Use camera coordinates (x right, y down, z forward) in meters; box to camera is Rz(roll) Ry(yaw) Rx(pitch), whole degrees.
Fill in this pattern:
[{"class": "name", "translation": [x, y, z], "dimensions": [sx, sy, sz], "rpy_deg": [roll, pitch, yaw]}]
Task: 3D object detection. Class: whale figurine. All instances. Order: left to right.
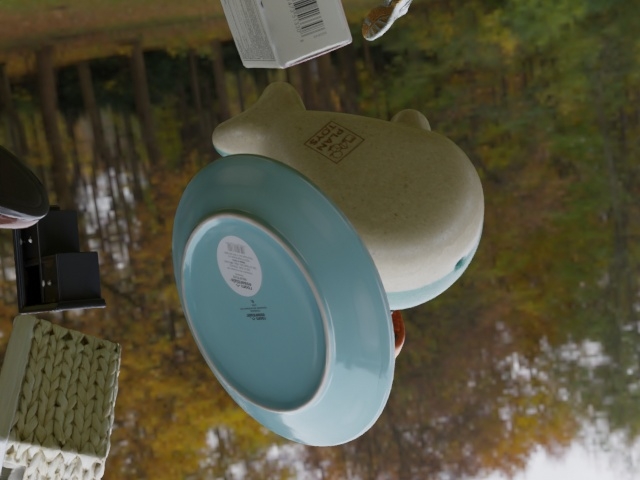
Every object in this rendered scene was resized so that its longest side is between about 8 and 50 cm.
[{"class": "whale figurine", "translation": [0.025, -0.041, 1.077], "dimensions": [0.272, 0.141, 0.216], "rpy_deg": [34, -118, 25]}]

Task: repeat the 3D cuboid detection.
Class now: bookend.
[{"class": "bookend", "translation": [-0.368, 0.022, 1.590], "dimensions": [0.072, 0.156, 0.157], "rpy_deg": [-3, 178, -34]}]

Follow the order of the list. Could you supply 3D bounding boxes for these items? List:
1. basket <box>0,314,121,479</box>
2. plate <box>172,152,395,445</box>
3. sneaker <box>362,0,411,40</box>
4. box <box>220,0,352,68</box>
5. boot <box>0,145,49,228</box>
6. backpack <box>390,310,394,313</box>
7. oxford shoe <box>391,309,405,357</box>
[{"class": "basket", "translation": [-0.240, 0.164, 1.000], "dimensions": [0.103, 0.113, 0.167], "rpy_deg": [15, -148, -13]}, {"class": "plate", "translation": [-0.034, 0.041, 0.681], "dimensions": [0.188, 0.188, 0.024], "rpy_deg": [2, -160, 46]}, {"class": "sneaker", "translation": [0.084, -0.264, 1.324], "dimensions": [0.083, 0.032, 0.037], "rpy_deg": [-49, 154, 21]}, {"class": "box", "translation": [-0.061, -0.361, 1.800], "dimensions": [0.127, 0.148, 0.232], "rpy_deg": [-23, -165, -13]}, {"class": "boot", "translation": [-0.444, 0.006, 1.176], "dimensions": [0.264, 0.280, 0.096], "rpy_deg": [11, -137, -27]}, {"class": "backpack", "translation": [0.000, 0.000, 1.538], "dimensions": [0.263, 0.213, 0.276], "rpy_deg": [22, -171, -3]}, {"class": "oxford shoe", "translation": [0.062, 0.108, 1.869], "dimensions": [0.130, 0.132, 0.363], "rpy_deg": [11, -147, -4]}]
